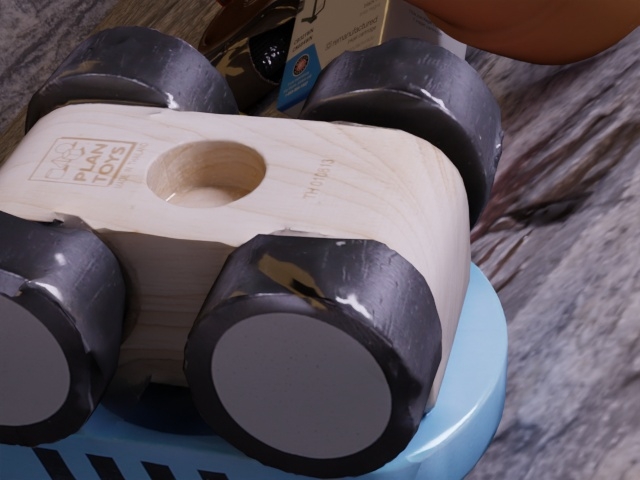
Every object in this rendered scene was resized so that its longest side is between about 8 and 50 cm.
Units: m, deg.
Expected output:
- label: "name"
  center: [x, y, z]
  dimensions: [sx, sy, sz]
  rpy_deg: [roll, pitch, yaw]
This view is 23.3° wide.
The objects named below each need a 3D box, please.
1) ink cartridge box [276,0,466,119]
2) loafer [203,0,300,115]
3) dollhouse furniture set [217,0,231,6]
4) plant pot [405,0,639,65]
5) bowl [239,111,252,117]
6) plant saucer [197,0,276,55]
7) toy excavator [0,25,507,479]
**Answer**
- label: "ink cartridge box"
  center: [0.052, -0.199, 1.267]
  dimensions: [0.148, 0.086, 0.203]
  rpy_deg: [-25, 49, 52]
- label: "loafer"
  center: [-0.085, -0.177, 1.639]
  dimensions: [0.220, 0.080, 0.078]
  rpy_deg: [-48, 17, -7]
- label: "dollhouse furniture set"
  center: [-0.049, -0.382, 1.700]
  dimensions: [0.259, 0.262, 0.135]
  rpy_deg: [-43, 14, 1]
- label: "plant pot"
  center: [0.094, -0.271, 1.020]
  dimensions: [0.291, 0.204, 0.290]
  rpy_deg: [-12, 76, 58]
- label: "bowl"
  center: [-0.177, -0.035, 1.415]
  dimensions: [0.289, 0.156, 0.289]
  rpy_deg: [-41, 18, 17]
- label: "plant saucer"
  center: [-0.048, -0.302, 1.892]
  dimensions: [0.311, 0.050, 0.310]
  rpy_deg: [-40, 18, 16]
- label: "toy excavator"
  center: [-0.114, 0.125, 0.861]
  dimensions: [0.433, 0.445, 0.222]
  rpy_deg: [5, 36, 13]
